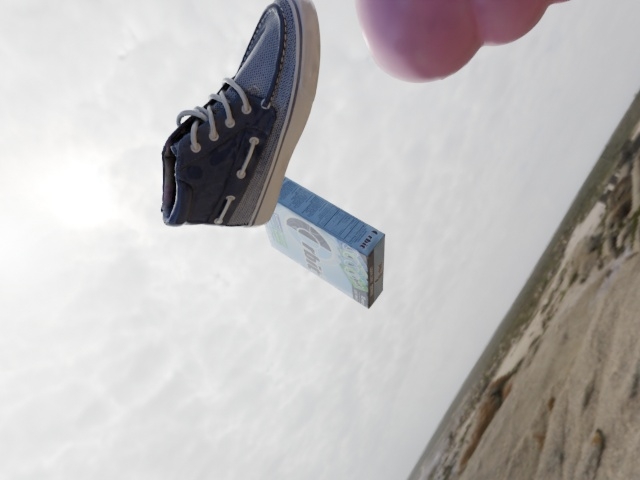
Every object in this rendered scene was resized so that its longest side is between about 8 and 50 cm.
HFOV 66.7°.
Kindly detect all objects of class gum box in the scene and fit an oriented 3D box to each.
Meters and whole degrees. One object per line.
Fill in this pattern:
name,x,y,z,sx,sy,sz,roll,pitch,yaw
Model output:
gum box,0.000,0.000,0.659,0.041,0.184,0.157,-48,-24,-21

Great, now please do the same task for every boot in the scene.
boot,-0.064,-0.087,0.358,0.086,0.069,0.190,-5,-53,-34

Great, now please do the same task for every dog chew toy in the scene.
dog chew toy,0.219,-0.354,0.670,0.206,0.332,0.206,47,-146,-48
